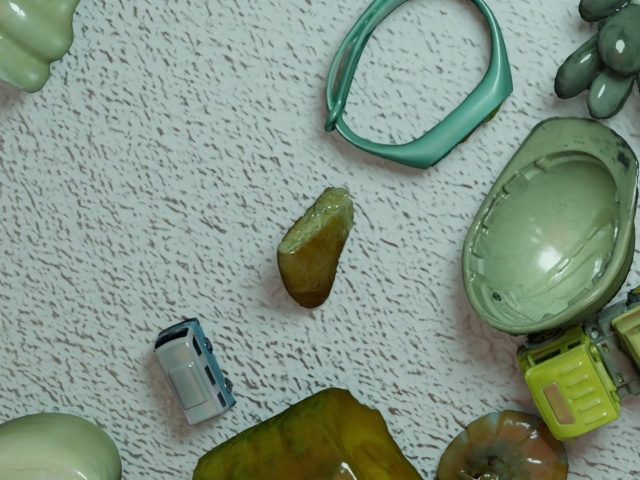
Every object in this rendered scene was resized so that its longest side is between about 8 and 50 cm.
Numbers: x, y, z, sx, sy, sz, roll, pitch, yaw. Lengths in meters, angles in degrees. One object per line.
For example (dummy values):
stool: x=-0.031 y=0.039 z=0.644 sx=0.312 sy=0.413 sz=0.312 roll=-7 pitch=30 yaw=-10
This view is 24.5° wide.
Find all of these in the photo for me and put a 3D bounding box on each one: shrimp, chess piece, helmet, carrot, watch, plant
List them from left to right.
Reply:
chess piece: x=-0.302 y=-0.351 z=1.718 sx=0.182 sy=0.182 sz=0.330 roll=41 pitch=97 yaw=0
carrot: x=-0.034 y=0.331 z=1.745 sx=0.340 sy=0.241 sz=0.241 roll=-31 pitch=94 yaw=9
watch: x=0.110 y=-0.190 z=1.720 sx=0.237 sy=0.068 sz=0.195 roll=-44 pitch=90 yaw=12
shrimp: x=0.197 y=0.338 z=1.798 sx=0.152 sy=0.063 sz=0.287 roll=25 pitch=99 yaw=6
helmet: x=0.290 y=0.000 z=1.691 sx=0.204 sy=0.137 sz=0.257 roll=34 pitch=96 yaw=42
plant: x=0.354 y=-0.265 z=1.633 sx=0.146 sy=0.149 sz=0.274 roll=21 pitch=100 yaw=21

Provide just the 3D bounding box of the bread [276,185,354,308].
bread: x=-0.012 y=0.013 z=1.739 sx=0.054 sy=0.136 sz=0.154 roll=16 pitch=99 yaw=24

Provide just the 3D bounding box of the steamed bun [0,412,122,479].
steamed bun: x=-0.376 y=0.308 z=1.811 sx=0.250 sy=0.200 sz=0.155 roll=-28 pitch=93 yaw=9

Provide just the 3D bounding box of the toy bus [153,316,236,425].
toy bus: x=-0.159 y=0.164 z=1.817 sx=0.060 sy=0.075 sz=0.123 roll=-23 pitch=95 yaw=12

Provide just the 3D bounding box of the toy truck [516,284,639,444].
toy truck: x=0.365 y=0.132 z=1.689 sx=0.272 sy=0.157 sz=0.124 roll=-26 pitch=95 yaw=12
